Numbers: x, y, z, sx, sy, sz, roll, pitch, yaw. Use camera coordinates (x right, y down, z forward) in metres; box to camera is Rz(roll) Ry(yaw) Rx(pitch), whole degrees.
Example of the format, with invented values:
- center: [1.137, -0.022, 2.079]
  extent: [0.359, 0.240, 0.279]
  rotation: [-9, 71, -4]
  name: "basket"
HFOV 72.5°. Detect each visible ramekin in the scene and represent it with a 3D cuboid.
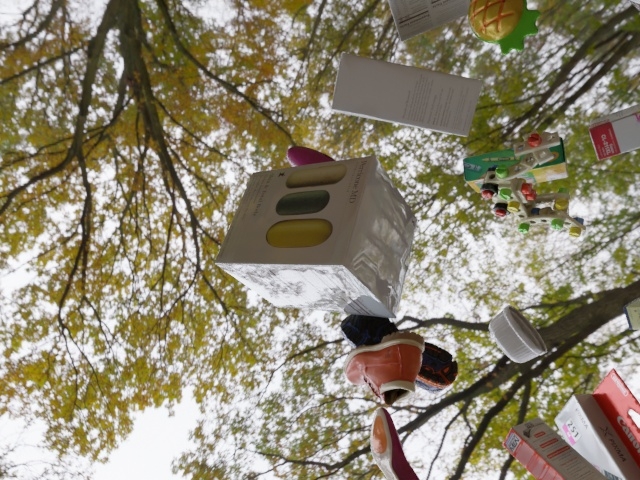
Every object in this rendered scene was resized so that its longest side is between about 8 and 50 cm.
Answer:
- center: [0.729, 0.356, 1.633]
  extent: [0.207, 0.109, 0.207]
  rotation: [35, -153, -21]
  name: "ramekin"

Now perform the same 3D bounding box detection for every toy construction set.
- center: [0.561, -0.133, 1.161]
  extent: [0.151, 0.215, 0.328]
  rotation: [-55, -52, -25]
  name: "toy construction set"

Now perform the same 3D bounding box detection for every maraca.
- center: [0.414, -0.509, 0.996]
  extent: [0.099, 0.127, 0.186]
  rotation: [-13, -119, -40]
  name: "maraca"

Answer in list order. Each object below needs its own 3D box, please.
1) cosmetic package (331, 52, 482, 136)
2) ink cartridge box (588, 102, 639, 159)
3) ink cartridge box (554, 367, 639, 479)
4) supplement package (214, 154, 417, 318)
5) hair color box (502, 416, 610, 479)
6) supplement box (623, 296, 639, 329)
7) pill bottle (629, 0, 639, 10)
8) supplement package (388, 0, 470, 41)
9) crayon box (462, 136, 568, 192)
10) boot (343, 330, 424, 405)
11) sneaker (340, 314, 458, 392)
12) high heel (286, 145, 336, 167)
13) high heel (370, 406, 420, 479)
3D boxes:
- center: [0.228, -0.409, 1.244]
  extent: [0.384, 0.156, 0.217]
  rotation: [10, -165, 1]
  name: "cosmetic package"
- center: [0.659, -0.238, 0.896]
  extent: [0.127, 0.175, 0.072]
  rotation: [-34, -77, -51]
  name: "ink cartridge box"
- center: [0.705, 0.492, 1.052]
  extent: [0.060, 0.239, 0.275]
  rotation: [0, -142, -7]
  name: "ink cartridge box"
- center: [0.000, 0.000, 0.771]
  extent: [0.198, 0.262, 0.199]
  rotation: [45, -126, -45]
  name: "supplement package"
- center: [0.443, 0.421, 0.820]
  extent: [0.093, 0.054, 0.167]
  rotation: [-1, -151, -32]
  name: "hair color box"
- center: [0.764, 0.166, 1.001]
  extent: [0.083, 0.083, 0.056]
  rotation: [-16, -91, -30]
  name: "supplement box"
- center: [0.591, -0.461, 0.758]
  extent: [0.193, 0.108, 0.108]
  rotation: [-7, -122, -41]
  name: "pill bottle"
- center: [0.306, -0.726, 1.267]
  extent: [0.203, 0.145, 0.262]
  rotation: [-15, -141, 21]
  name: "supplement package"
- center: [0.604, -0.225, 1.355]
  extent: [0.165, 0.278, 0.081]
  rotation: [14, -109, -57]
  name: "crayon box"
- center: [0.079, 0.189, 0.608]
  extent: [0.059, 0.158, 0.085]
  rotation: [25, -128, -18]
  name: "boot"
- center: [0.126, 0.201, 0.766]
  extent: [0.221, 0.087, 0.083]
  rotation: [29, -126, 28]
  name: "sneaker"
- center: [0.013, -0.115, 1.214]
  extent: [0.377, 0.127, 0.181]
  rotation: [37, -119, 15]
  name: "high heel"
- center: [0.191, 0.505, 0.998]
  extent: [0.117, 0.082, 0.244]
  rotation: [3, -116, -31]
  name: "high heel"
